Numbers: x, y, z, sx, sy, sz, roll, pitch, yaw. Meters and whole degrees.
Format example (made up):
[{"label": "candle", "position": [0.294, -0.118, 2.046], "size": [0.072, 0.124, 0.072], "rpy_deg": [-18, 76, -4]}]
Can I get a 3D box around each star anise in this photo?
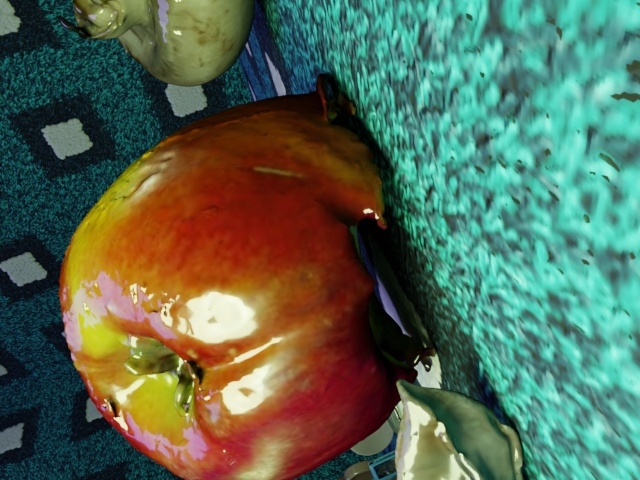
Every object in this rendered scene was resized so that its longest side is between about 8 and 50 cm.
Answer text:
[{"label": "star anise", "position": [0.116, 0.240, 0.339], "size": [0.198, 0.110, 0.258], "rpy_deg": [40, -144, -43]}]

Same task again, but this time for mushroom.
[{"label": "mushroom", "position": [-0.267, -0.401, 0.782], "size": [0.362, 0.294, 0.362], "rpy_deg": [42, 152, 29]}]

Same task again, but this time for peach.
[{"label": "peach", "position": [-0.053, 0.020, 0.555], "size": [0.416, 0.352, 0.339], "rpy_deg": [-45, -48, -48]}]

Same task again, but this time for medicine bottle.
[{"label": "medicine bottle", "position": [0.109, 0.470, 1.489], "size": [0.250, 0.133, 0.133], "rpy_deg": [-119, 10, -67]}]

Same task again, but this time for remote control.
[{"label": "remote control", "position": [0.131, 0.278, 0.871], "size": [0.309, 0.038, 0.090], "rpy_deg": [84, 165, -74]}]

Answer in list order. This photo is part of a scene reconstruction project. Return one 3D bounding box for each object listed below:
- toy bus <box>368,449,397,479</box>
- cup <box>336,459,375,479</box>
[{"label": "toy bus", "position": [0.190, 0.550, 0.980], "size": [0.131, 0.106, 0.298], "rpy_deg": [-159, 47, -82]}, {"label": "cup", "position": [0.163, 0.723, 1.515], "size": [0.191, 0.200, 0.253], "rpy_deg": [-118, 7, -65]}]
